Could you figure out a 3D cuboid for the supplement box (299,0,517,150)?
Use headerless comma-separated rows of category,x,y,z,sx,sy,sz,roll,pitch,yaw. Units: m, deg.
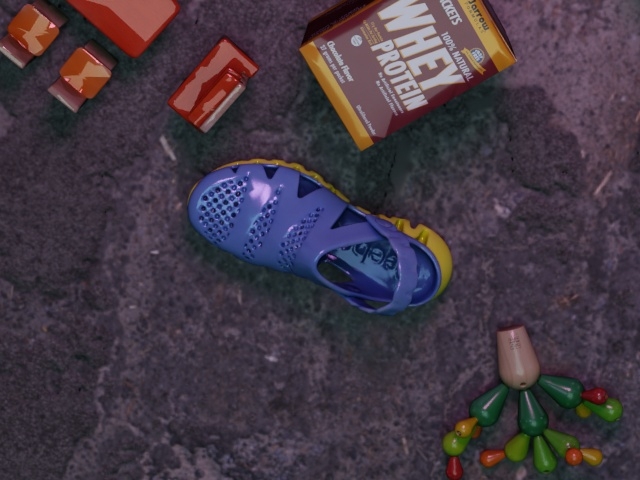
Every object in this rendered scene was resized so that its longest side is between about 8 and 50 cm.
supplement box,0.094,-0.216,1.907,0.191,0.194,0.129,-30,102,10

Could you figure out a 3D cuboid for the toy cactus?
toy cactus,0.239,0.192,2.074,0.219,0.112,0.180,-13,95,14

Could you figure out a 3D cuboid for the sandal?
sandal,0.000,0.000,2.004,0.317,0.138,0.126,17,108,-1

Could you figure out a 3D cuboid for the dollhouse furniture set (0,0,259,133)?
dollhouse furniture set,-0.194,-0.242,1.942,0.259,0.135,0.262,40,103,-9
